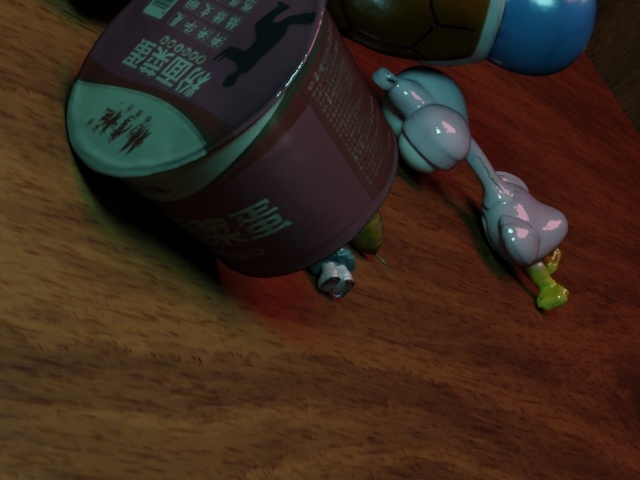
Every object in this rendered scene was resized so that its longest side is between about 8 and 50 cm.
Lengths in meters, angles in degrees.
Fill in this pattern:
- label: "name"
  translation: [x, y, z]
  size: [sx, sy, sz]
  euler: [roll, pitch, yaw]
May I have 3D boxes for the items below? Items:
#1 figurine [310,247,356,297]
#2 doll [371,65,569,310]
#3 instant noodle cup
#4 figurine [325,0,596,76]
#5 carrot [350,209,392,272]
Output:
- label: "figurine"
  translation: [0.000, 0.000, 1.785]
  size: [0.060, 0.047, 0.106]
  euler: [0, 53, -22]
- label: "doll"
  translation: [0.181, -0.077, 2.288]
  size: [0.365, 0.094, 0.160]
  euler: [44, 22, -25]
- label: "instant noodle cup"
  translation: [-0.056, -0.092, 1.550]
  size: [0.178, 0.234, 0.235]
  euler: [50, 16, -39]
- label: "figurine"
  translation: [0.101, -0.308, 2.203]
  size: [0.416, 0.298, 0.243]
  euler: [6, 31, -15]
- label: "carrot"
  translation: [0.012, -0.088, 1.865]
  size: [0.078, 0.078, 0.298]
  euler: [-91, 162, -62]
